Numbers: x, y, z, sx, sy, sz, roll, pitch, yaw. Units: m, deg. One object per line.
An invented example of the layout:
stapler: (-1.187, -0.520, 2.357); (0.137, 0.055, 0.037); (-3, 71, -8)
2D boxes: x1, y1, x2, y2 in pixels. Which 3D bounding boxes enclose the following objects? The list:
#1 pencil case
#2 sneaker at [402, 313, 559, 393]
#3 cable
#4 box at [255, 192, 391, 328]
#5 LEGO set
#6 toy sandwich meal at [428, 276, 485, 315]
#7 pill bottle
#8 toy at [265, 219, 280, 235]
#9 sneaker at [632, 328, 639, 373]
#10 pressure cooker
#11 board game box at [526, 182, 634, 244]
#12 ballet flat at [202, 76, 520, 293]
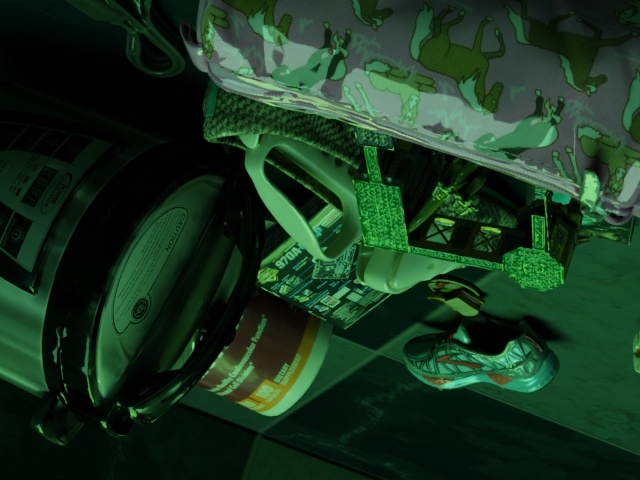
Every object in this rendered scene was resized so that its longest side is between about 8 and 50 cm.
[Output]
pencil case: (0.096, -0.143, 1.053); (0.386, 0.167, 0.160); (19, 125, 6)
sneaker: (0.230, 0.152, 2.104); (0.261, 0.104, 0.125); (-2, 134, 37)
cable: (-0.201, -0.260, 1.469); (0.139, 0.072, 0.287); (-10, 162, 22)
box: (0.027, 0.019, 1.845); (0.175, 0.051, 0.220); (28, 136, -23)
LEGO set: (0.149, -0.126, 1.305); (0.255, 0.192, 0.331); (5, 139, 26)
toy sandwich meal: (0.193, 0.081, 2.004); (0.085, 0.029, 0.085); (17, 160, 6)
pill bottle: (-0.196, 0.095, 2.104); (0.392, 0.224, 0.224); (26, 159, -21)
toy: (0.000, 0.000, 1.923); (0.237, 0.056, 0.137); (13, 150, 0)
sneaker: (0.488, 0.130, 1.813); (0.083, 0.084, 0.215); (9, 166, -12)
pressure cooker: (-0.279, 0.020, 1.724); (0.420, 0.370, 0.375); (23, -152, 22)
board game box: (0.295, -0.055, 1.561); (0.126, 0.026, 0.186); (14, 160, 15)
ballet flat: (0.045, -0.048, 1.574); (0.483, 0.182, 0.164); (33, 155, -35)
